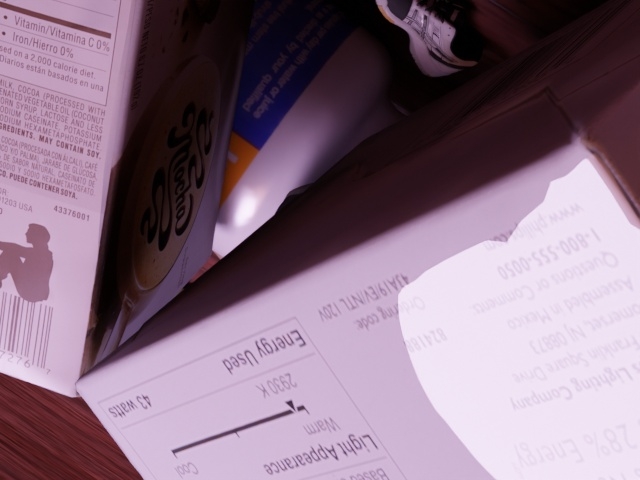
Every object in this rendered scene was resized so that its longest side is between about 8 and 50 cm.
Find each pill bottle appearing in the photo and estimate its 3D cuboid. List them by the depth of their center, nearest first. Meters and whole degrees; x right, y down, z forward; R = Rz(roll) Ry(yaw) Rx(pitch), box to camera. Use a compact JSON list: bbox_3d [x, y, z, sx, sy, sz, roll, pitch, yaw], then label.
[{"bbox_3d":[-0.056,-0.084,0.977,0.272,0.152,0.152,36,156,1],"label":"pill bottle"}]

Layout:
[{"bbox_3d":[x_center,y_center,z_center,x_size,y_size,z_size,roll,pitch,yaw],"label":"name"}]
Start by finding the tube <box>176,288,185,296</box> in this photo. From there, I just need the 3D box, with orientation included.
[{"bbox_3d":[-0.084,0.084,1.446,0.240,0.062,0.070,27,117,40],"label":"tube"}]

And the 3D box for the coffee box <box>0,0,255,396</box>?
[{"bbox_3d":[-0.109,-0.105,0.803,0.119,0.168,0.297,17,116,11],"label":"coffee box"}]

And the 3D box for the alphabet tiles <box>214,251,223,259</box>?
[{"bbox_3d":[0.000,0.000,1.233,0.285,0.011,0.342,7,144,48],"label":"alphabet tiles"}]

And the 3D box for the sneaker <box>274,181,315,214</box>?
[{"bbox_3d":[0.027,0.102,0.885,0.106,0.101,0.267,-40,-62,-78],"label":"sneaker"}]

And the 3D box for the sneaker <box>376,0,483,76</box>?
[{"bbox_3d":[0.058,-0.121,0.916,0.037,0.032,0.083,-4,141,36],"label":"sneaker"}]

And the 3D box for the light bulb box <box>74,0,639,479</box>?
[{"bbox_3d":[0.150,0.103,0.697,0.361,0.225,0.358,54,145,-7],"label":"light bulb box"}]
